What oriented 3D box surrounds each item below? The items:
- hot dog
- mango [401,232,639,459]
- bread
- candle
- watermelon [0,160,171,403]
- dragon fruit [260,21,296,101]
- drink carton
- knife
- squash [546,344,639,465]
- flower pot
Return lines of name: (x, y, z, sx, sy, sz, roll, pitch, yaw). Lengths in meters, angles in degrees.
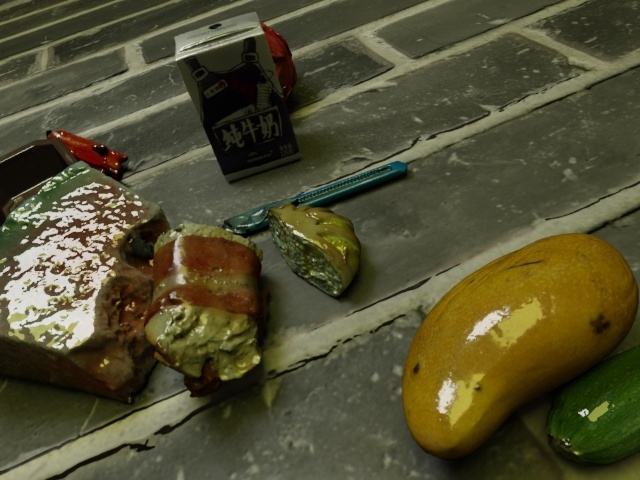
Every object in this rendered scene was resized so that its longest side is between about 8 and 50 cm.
hot dog: (-0.129, 0.073, 0.552, 0.146, 0.103, 0.213, 21, 42, -22)
mango: (0.168, 0.078, 0.436, 0.262, 0.109, 0.157, -31, 13, -21)
bread: (0.000, 0.000, 0.618, 0.094, 0.083, 0.157, -15, 41, -17)
candle: (-0.460, -0.164, 0.928, 0.301, 0.059, 0.084, 25, 43, 35)
watermelon: (-0.321, 0.037, 0.613, 0.301, 0.151, 0.264, 4, 46, 21)
dragon fruit: (-0.130, -0.321, 0.909, 0.172, 0.172, 0.210, -11, 42, 5)
drink carton: (-0.126, -0.222, 0.768, 0.134, 0.222, 0.102, -17, 43, -1)
knife: (-0.010, -0.064, 0.717, 0.296, 0.026, 0.044, -21, 32, -5)
squash: (0.288, 0.123, 0.407, 0.219, 0.068, 0.077, -19, 23, -2)
flower pot: (-0.477, -0.070, 0.819, 0.178, 0.084, 0.250, -35, 47, -20)
